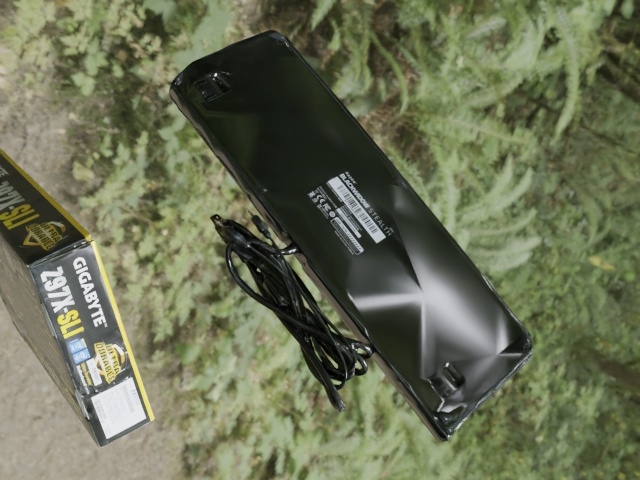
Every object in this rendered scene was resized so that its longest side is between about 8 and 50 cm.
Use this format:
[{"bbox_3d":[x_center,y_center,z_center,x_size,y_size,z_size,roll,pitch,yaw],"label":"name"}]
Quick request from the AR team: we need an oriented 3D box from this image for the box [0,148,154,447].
[{"bbox_3d":[-0.329,0.057,0.984,0.079,0.322,0.257,-28,127,-25],"label":"box"}]

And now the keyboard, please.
[{"bbox_3d":[0.000,0.000,0.354,0.100,0.192,0.038,-31,168,-37],"label":"keyboard"}]
